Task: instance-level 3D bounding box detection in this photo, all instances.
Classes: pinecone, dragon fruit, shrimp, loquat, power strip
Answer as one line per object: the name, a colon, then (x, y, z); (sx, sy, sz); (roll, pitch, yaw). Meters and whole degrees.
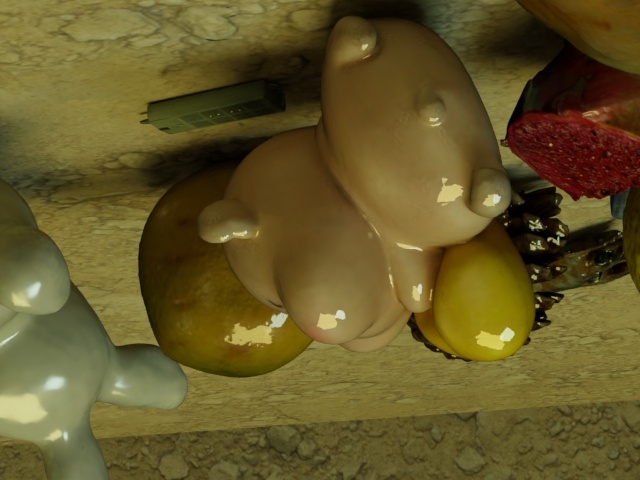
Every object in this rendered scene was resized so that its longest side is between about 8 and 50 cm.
pinecone: (0.170, 0.025, 1.985); (0.184, 0.204, 0.179); (4, -154, -39)
dragon fruit: (0.241, -0.133, 1.529); (0.126, 0.161, 0.274); (33, 168, -11)
shrimp: (0.344, 0.031, 2.316); (0.169, 0.058, 0.296); (-7, 171, -23)
loquat: (-0.062, 0.014, 1.798); (0.213, 0.213, 0.246); (8, 134, -42)
power strip: (-0.098, -0.116, 1.641); (0.136, 0.019, 0.051); (-10, 167, 19)

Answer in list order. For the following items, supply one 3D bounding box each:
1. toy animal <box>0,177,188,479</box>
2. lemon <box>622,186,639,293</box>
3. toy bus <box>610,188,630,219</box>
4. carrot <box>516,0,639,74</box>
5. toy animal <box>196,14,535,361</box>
toy animal: (-0.278, 0.095, 1.754); (0.241, 0.196, 0.367); (8, 144, 41)
lemon: (0.391, -0.021, 1.599); (0.268, 0.268, 0.322); (2, 138, -27)
toy bus: (0.331, -0.074, 1.837); (0.094, 0.079, 0.236); (-5, 166, 6)
carrot: (0.160, -0.219, 0.933); (0.224, 0.224, 0.341); (-11, 161, 21)
toy animal: (0.032, -0.004, 1.535); (0.247, 0.277, 0.345); (-22, 165, -6)
